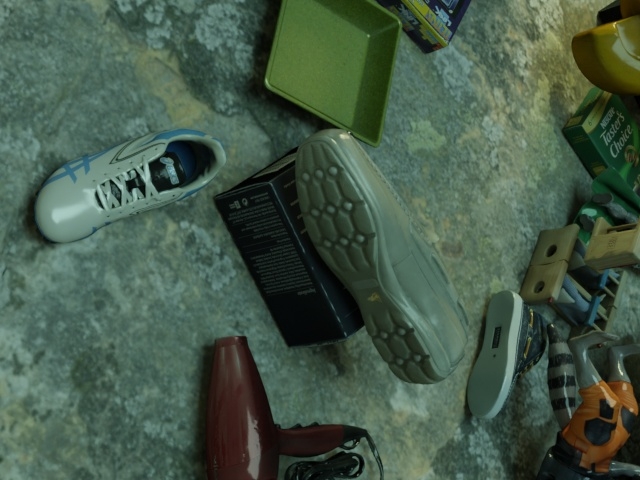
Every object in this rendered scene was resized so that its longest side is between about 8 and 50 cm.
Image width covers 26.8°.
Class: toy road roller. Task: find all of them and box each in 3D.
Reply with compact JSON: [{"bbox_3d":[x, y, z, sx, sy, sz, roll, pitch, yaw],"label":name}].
[{"bbox_3d":[0.507,-0.238,1.925,0.241,0.202,0.329,-18,96,1],"label":"toy road roller"}]

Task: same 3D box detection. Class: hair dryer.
[{"bbox_3d":[-0.049,0.232,1.518,0.293,0.080,0.223,60,35,-21],"label":"hair dryer"}]

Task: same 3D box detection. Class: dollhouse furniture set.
[{"bbox_3d":[0.392,0.059,1.836,0.129,0.184,0.129,40,58,-28],"label":"dollhouse furniture set"}]

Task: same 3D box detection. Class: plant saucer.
[{"bbox_3d":[0.007,-0.229,1.661,0.188,0.045,0.188,26,65,-34],"label":"plant saucer"}]

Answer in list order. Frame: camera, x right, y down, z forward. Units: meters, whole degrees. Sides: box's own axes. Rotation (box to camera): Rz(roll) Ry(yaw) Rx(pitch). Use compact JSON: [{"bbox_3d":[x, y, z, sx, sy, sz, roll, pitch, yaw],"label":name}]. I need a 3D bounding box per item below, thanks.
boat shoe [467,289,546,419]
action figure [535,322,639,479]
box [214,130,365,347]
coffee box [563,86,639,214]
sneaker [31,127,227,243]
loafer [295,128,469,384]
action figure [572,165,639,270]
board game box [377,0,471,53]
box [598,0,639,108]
[{"bbox_3d":[0.254,0.162,1.777,0.083,0.065,0.183,33,62,-34],"label":"boat shoe"},{"bbox_3d":[0.357,0.290,1.790,0.341,0.179,0.330,23,80,-73],"label":"action figure"},{"bbox_3d":[0.000,0.000,1.565,0.153,0.108,0.207,-34,104,-40],"label":"box"},{"bbox_3d":[0.445,-0.131,2.017,0.184,0.040,0.113,54,52,-18],"label":"coffee box"},{"bbox_3d":[-0.201,-0.064,1.424,0.237,0.086,0.085,-28,101,-39],"label":"sneaker"},{"bbox_3d":[0.073,0.011,1.488,0.111,0.112,0.319,-45,118,-41],"label":"loafer"},{"bbox_3d":[0.472,-0.002,1.983,0.232,0.063,0.137,26,100,-36],"label":"action figure"},{"bbox_3d":[0.129,-0.359,1.791,0.170,0.048,0.141,44,58,-25],"label":"board game box"},{"bbox_3d":[0.578,-0.339,2.136,0.261,0.103,0.184,-35,101,-39],"label":"box"}]
